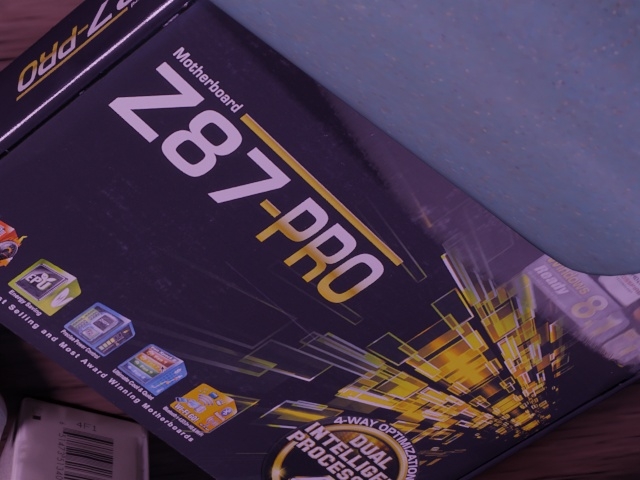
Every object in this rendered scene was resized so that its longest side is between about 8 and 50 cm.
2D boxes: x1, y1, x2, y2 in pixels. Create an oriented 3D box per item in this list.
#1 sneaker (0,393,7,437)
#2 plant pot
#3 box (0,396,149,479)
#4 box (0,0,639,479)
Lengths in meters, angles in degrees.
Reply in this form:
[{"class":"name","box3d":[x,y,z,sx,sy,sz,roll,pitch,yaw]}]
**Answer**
[{"class":"sneaker","box3d":[-0.339,0.147,0.974,0.292,0.110,0.118,-25,134,14]},{"class":"plant pot","box3d":[0.068,-0.181,0.574,0.334,0.341,0.341,42,114,-19]},{"class":"box","box3d":[-0.207,0.249,1.052,0.094,0.113,0.275,15,126,-17]},{"class":"box","box3d":[0.000,0.000,0.889,0.318,0.097,0.395,-35,123,18]}]
